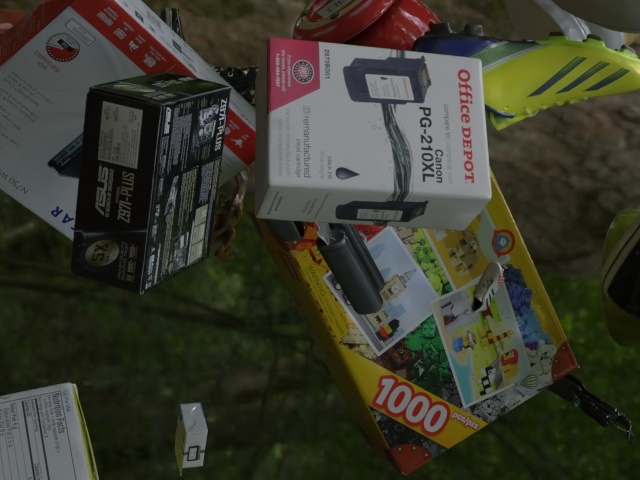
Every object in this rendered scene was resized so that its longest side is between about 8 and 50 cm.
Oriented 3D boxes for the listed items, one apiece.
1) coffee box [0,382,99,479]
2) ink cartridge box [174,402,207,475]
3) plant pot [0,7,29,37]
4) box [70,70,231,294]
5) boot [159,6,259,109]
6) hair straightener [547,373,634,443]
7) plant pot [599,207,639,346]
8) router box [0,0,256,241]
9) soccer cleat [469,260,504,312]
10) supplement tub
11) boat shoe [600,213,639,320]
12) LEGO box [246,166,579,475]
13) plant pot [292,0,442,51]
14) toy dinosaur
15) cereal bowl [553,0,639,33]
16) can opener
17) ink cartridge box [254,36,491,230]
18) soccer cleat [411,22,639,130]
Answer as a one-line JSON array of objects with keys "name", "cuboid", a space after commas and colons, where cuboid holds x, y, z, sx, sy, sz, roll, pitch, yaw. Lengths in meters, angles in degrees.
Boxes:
[{"name": "coffee box", "cuboid": [-0.430, 0.429, 1.383, 0.338, 0.334, 0.338, 100, -25, -56]}, {"name": "ink cartridge box", "cuboid": [-0.161, 0.247, 1.351, 0.048, 0.028, 0.083, -112, -154, -47]}, {"name": "plant pot", "cuboid": [-0.529, -0.255, 1.923, 0.272, 0.272, 0.265, -104, -152, -69]}, {"name": "box", "cuboid": [-0.158, -0.059, 1.030, 0.147, 0.077, 0.180, -35, 137, -65]}, {"name": "boot", "cuboid": [-0.194, -0.311, 1.967, 0.085, 0.178, 0.236, -126, -152, -66]}, {"name": "hair straightener", "cuboid": [0.487, 0.307, 2.043, 0.047, 0.230, 0.089, -59, 163, 24]}, {"name": "plant pot", "cuboid": [0.724, 0.075, 2.078, 0.293, 0.275, 0.275, 1, -100, 37]}, {"name": "router box", "cuboid": [-0.286, -0.153, 1.442, 0.301, 0.335, 0.082, -37, -142, 16]}, {"name": "soccer cleat", "cuboid": [0.226, 0.065, 1.488, 0.029, 0.035, 0.083, 39, -48, 28]}, {"name": "supplement tub", "cuboid": [0.539, -0.486, 2.050, 0.331, 0.241, 0.241, -39, -173, -5]}, {"name": "boat shoe", "cuboid": [0.588, -0.047, 1.628, 0.156, 0.186, 0.500, 61, -36, 37]}, {"name": "LEGO box", "cuboid": [0.160, 0.080, 1.873, 0.500, 0.372, 0.193, 63, -11, -15]}, {"name": "plant pot", "cuboid": [0.069, -0.260, 1.461, 0.174, 0.191, 0.191, 52, 19, -26]}, {"name": "toy dinosaur", "cuboid": [-0.147, -0.013, 1.611, 0.211, 0.064, 0.112, -57, -171, 27]}, {"name": "cereal bowl", "cuboid": [0.487, -0.417, 1.678, 0.339, 0.339, 0.141, -92, 180, -51]}, {"name": "can opener", "cuboid": [0.000, 0.000, 1.517, 0.076, 0.095, 0.283, -83, 153, -42]}, {"name": "ink cartridge box", "cuboid": [0.053, -0.110, 1.162, 0.100, 0.237, 0.172, 121, -30, -66]}, {"name": "soccer cleat", "cuboid": [0.246, -0.187, 1.299, 0.093, 0.289, 0.121, 156, -62, -87]}]
